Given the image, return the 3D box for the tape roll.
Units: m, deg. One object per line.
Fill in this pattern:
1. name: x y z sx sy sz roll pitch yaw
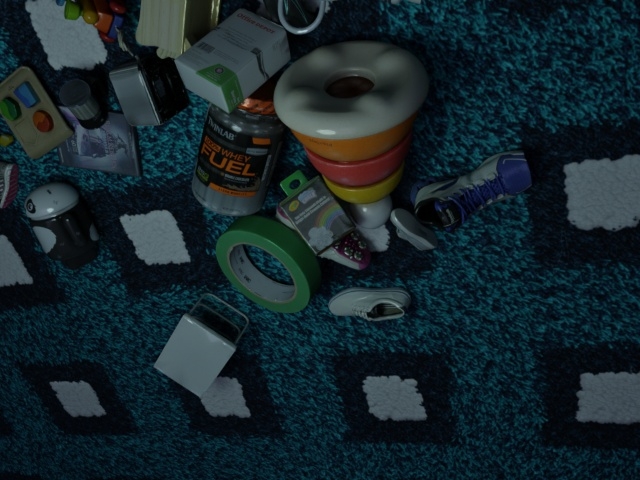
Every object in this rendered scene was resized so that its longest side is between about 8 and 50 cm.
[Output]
1. tape roll: -0.154 0.074 1.784 0.321 0.077 0.321 21 140 19

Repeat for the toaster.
1. toaster: -0.443 -0.403 1.590 0.110 0.168 0.186 -4 119 20

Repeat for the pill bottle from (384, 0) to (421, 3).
1. pill bottle: 0.145 -0.581 1.334 0.180 0.108 0.108 18 124 7

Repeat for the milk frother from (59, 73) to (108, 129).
1. milk frother: -0.673 -0.397 1.680 0.143 0.129 0.135 12 164 3

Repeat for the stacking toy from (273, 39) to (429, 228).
1. stacking toy: 0.094 -0.211 1.507 0.350 0.350 0.480 5 139 15

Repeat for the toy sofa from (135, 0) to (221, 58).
1. toy sofa: -0.311 -0.614 1.433 0.177 0.150 0.362 21 124 10

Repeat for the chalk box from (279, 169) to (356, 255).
1. chalk box: -0.019 -0.081 1.601 0.132 0.132 0.213 -36 87 3

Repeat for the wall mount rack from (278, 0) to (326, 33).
1. wall mount rack: 0.000 -0.619 1.273 0.304 0.130 0.350 9 100 18

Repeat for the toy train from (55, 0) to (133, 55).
1. toy train: -0.554 -0.545 1.485 0.105 0.143 0.248 -54 51 34

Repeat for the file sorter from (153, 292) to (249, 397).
1. file sorter: -0.385 0.337 2.015 0.193 0.173 0.278 34 124 -3

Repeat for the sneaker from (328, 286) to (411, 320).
1. sneaker: 0.139 0.193 1.812 0.258 0.091 0.094 -10 116 22

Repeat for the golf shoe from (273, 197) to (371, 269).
1. golf shoe: 0.000 0.000 1.742 0.306 0.115 0.140 33 135 4

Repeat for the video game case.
1. video game case: -0.668 -0.297 1.811 0.274 0.026 0.196 9 122 13

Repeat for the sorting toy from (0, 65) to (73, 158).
1. sorting toy: -0.899 -0.354 1.820 0.307 0.041 0.229 -21 109 32

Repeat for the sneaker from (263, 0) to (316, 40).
1. sneaker: -0.102 -0.609 1.420 0.106 0.101 0.267 -23 115 9

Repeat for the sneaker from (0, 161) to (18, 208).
1. sneaker: -1.028 -0.185 1.970 0.075 0.063 0.170 25 119 1

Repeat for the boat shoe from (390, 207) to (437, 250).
1. boat shoe: 0.241 -0.025 1.645 0.063 0.066 0.184 -26 141 38

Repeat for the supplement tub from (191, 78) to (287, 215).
1. supplement tub: -0.207 -0.248 1.586 0.207 0.207 0.338 22 124 3

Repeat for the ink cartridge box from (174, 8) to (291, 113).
1. ink cartridge box: -0.199 -0.422 1.420 0.160 0.219 0.092 34 158 26

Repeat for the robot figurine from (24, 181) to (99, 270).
1. robot figurine: -0.811 -0.046 1.916 0.209 0.173 0.278 -9 118 13

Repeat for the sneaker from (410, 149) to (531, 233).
1. sneaker: 0.366 -0.100 1.511 0.315 0.182 0.127 -17 115 25
